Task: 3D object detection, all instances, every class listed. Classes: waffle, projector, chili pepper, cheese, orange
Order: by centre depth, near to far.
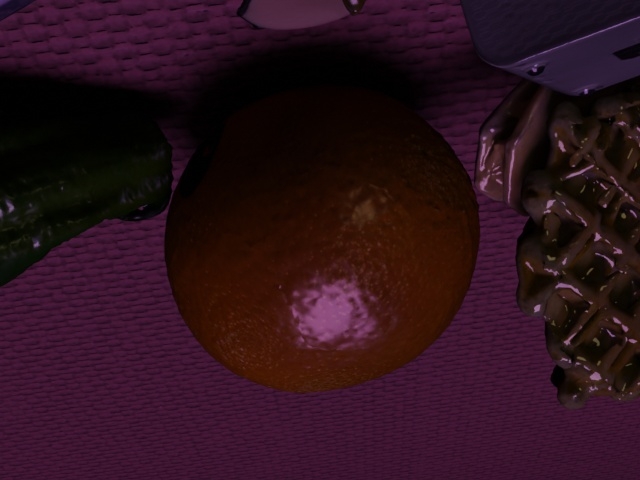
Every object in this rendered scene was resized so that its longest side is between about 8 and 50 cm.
[{"bbox_3d":[0.245,-0.187,0.918,0.250,0.108,0.198,-20,172,23],"label":"projector"},{"bbox_3d":[0.005,-0.196,0.932,0.092,0.048,0.171,9,163,-39],"label":"cheese"},{"bbox_3d":[-0.322,-0.038,1.079,0.385,0.213,0.168,-17,116,-25],"label":"chili pepper"},{"bbox_3d":[0.305,-0.001,1.121,0.317,0.297,0.073,-11,-163,-24],"label":"waffle"},{"bbox_3d":[0.000,0.000,1.126,0.274,0.274,0.274,-6,155,-3],"label":"orange"}]

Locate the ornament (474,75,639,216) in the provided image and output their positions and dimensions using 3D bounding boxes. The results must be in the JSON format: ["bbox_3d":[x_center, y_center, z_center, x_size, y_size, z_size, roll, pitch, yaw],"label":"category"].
[{"bbox_3d":[0.222,-0.122,1.106,0.201,0.059,0.180,-21,128,-31],"label":"ornament"}]

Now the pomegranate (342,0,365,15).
[{"bbox_3d":[0.047,-0.251,0.680,0.204,0.222,0.276,-45,167,-2],"label":"pomegranate"}]

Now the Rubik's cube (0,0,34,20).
[{"bbox_3d":[-0.314,-0.229,0.459,0.343,0.345,0.337,-24,152,29],"label":"Rubik's cube"}]

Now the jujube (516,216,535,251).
[{"bbox_3d":[0.309,-0.001,1.297,0.213,0.213,0.232,0,153,-15],"label":"jujube"}]
